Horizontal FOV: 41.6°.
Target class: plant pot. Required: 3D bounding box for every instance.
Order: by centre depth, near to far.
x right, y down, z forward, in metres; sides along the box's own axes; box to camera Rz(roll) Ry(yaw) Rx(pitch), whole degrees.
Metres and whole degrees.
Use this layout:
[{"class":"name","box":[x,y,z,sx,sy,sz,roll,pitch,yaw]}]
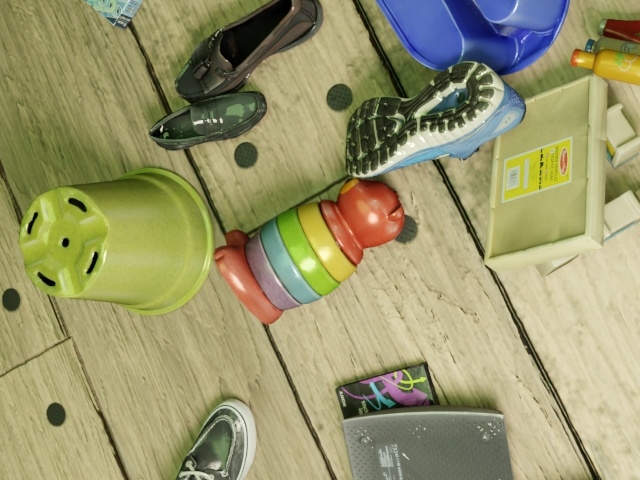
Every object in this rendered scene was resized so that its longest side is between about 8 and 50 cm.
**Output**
[{"class":"plant pot","box":[-0.365,0.001,1.454,0.276,0.254,0.276,0,89,23]}]

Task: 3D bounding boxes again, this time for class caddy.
[{"class":"caddy","box":[0.217,-0.406,1.253,0.241,0.179,0.341,-39,75,41]}]

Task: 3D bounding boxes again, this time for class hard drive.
[{"class":"hard drive","box":[0.171,0.336,1.314,0.255,0.054,0.172,-7,105,20]}]

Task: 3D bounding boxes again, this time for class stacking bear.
[{"class":"stacking bear","box":[0.000,0.000,1.358,0.289,0.175,0.164,-30,101,11]}]

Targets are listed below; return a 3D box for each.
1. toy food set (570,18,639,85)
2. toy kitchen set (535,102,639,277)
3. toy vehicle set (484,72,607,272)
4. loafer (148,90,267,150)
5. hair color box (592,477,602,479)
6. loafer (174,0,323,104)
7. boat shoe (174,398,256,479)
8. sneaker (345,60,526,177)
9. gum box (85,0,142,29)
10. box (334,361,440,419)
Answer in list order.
[{"class":"toy food set","box":[0.440,-0.324,1.185,0.105,0.111,0.232,18,85,22]},{"class":"toy kitchen set","box":[0.379,-0.073,1.235,0.207,0.122,0.166,-30,78,0]},{"class":"toy vehicle set","box":[0.318,-0.095,1.189,0.166,0.035,0.266,-17,54,44]},{"class":"loafer","box":[-0.199,-0.209,1.477,0.223,0.078,0.076,-15,85,22]},{"class":"hair color box","box":[0.295,0.505,1.257,0.347,0.105,0.174,-29,79,20]},{"class":"loafer","box":[-0.141,-0.337,1.443,0.302,0.095,0.109,-28,79,20]},{"class":"boat shoe","box":[-0.207,0.421,1.470,0.108,0.102,0.301,29,101,20]},{"class":"sneaker","box":[0.168,-0.160,1.286,0.330,0.147,0.129,-13,68,47]},{"class":"gum box","box":[-0.378,-0.517,1.572,0.157,0.041,0.184,42,106,17]},{"class":"box","box":[0.113,0.276,1.374,0.162,0.029,0.116,-20,83,23]}]
